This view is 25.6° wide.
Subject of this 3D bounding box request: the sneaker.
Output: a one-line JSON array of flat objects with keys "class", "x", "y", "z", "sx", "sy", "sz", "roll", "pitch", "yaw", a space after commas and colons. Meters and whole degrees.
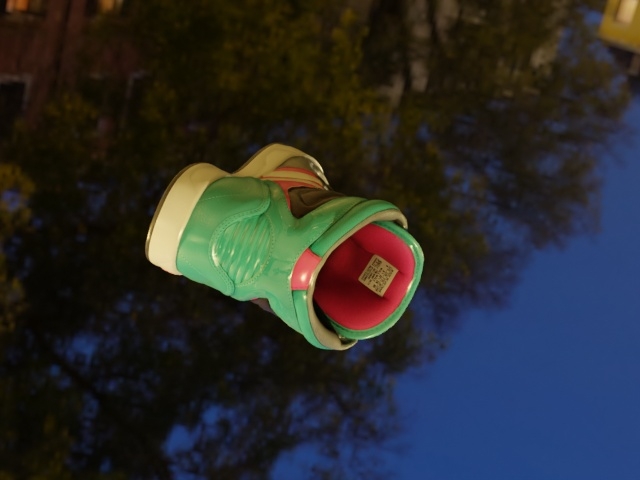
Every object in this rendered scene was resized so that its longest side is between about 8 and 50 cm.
[{"class": "sneaker", "x": 0.000, "y": 0.000, "z": 1.123, "sx": 0.178, "sy": 0.123, "sz": 0.295, "roll": 25, "pitch": -165, "yaw": 13}]
